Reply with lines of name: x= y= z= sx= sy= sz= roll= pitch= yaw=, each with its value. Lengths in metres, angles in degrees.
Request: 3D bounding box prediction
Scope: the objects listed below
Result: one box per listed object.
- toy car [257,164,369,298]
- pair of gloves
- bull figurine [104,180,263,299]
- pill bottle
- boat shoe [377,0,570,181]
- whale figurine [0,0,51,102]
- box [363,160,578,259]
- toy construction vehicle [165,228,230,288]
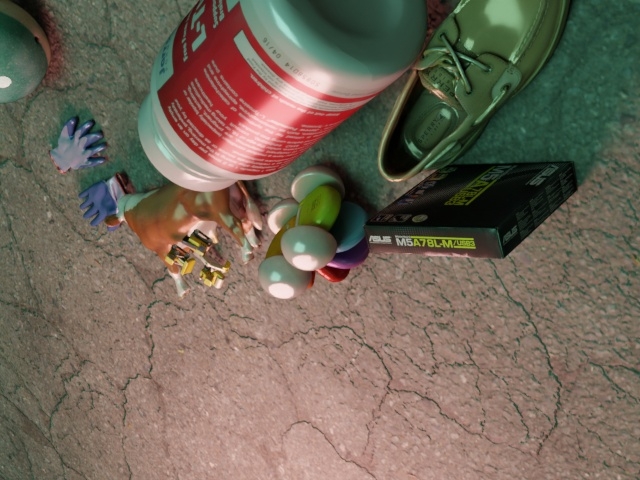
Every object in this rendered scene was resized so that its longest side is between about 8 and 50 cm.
toy car: x=0.000 y=0.000 z=1.493 sx=0.136 sy=0.159 sz=0.182 roll=23 pitch=138 yaw=-16
pair of gloves: x=-0.392 y=-0.111 z=1.841 sx=0.159 sy=0.023 sz=0.198 roll=-26 pitch=95 yaw=48
bull figurine: x=-0.211 y=-0.024 z=1.679 sx=0.310 sy=0.101 sz=0.188 roll=-26 pitch=100 yaw=49
pill bottle: x=-0.070 y=-0.214 z=1.332 sx=0.229 sy=0.229 sz=0.408 roll=56 pitch=142 yaw=-1
boat shoe: x=0.170 y=-0.192 z=1.231 sx=0.122 sy=0.110 sz=0.341 roll=41 pitch=135 yaw=15
whale figurine: x=-0.578 y=-0.292 z=1.752 sx=0.272 sy=0.141 sz=0.216 roll=-5 pitch=141 yaw=22
box: x=0.177 y=-0.039 z=1.260 sx=0.184 sy=0.191 sz=0.045 roll=0 pitch=115 yaw=42
toy construction vehicle: x=-0.185 y=0.032 z=1.604 sx=0.098 sy=0.035 sz=0.086 roll=37 pitch=136 yaw=4
